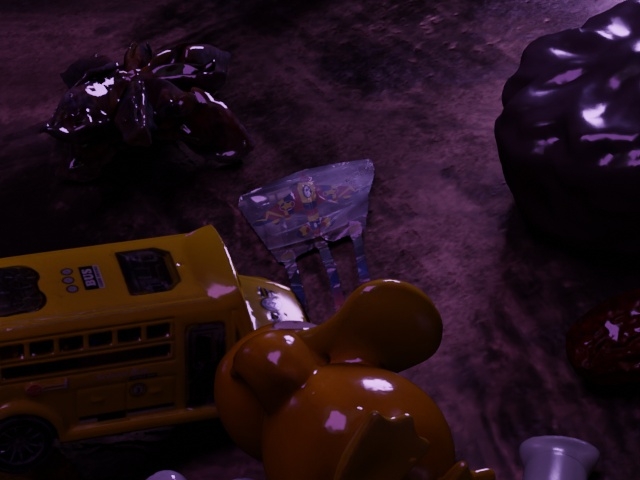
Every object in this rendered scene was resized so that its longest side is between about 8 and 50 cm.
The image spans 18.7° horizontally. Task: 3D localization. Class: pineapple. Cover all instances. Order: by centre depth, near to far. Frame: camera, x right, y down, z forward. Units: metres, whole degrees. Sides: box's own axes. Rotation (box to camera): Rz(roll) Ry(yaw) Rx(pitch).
[{"bbox_3d":[-0.257,0.212,1.673,0.116,0.069,0.137,-6,48,11],"label":"pineapple"}]

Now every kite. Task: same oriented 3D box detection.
[{"bbox_3d":[0.000,-0.001,1.845,0.141,0.015,0.245,-20,37,4],"label":"kite"}]

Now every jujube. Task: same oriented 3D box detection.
[{"bbox_3d":[0.262,0.077,1.581,0.129,0.077,0.077,-16,37,21],"label":"jujube"}]

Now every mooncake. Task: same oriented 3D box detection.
[{"bbox_3d":[0.292,-0.115,1.748,0.283,0.141,0.283,-13,36,9],"label":"mooncake"}]

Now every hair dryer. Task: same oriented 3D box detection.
[{"bbox_3d":[0.247,0.224,1.428,0.237,0.075,0.206,2,36,16],"label":"hair dryer"}]

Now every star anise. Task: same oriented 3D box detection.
[{"bbox_3d":[-0.188,-0.140,2.022,0.212,0.129,0.283,-15,29,-2],"label":"star anise"}]

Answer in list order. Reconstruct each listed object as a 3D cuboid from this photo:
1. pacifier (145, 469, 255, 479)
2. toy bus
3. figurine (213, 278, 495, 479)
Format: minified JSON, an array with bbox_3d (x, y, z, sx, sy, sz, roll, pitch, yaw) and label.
[{"bbox_3d":[-0.110,0.228,1.533,0.150,0.116,0.127,5,57,26],"label":"pacifier"},{"bbox_3d":[-0.161,0.082,1.652,0.331,0.151,0.145,-9,36,-15],"label":"toy bus"},{"bbox_3d":[0.014,0.144,1.505,0.215,0.215,0.228,-16,45,6],"label":"figurine"}]
